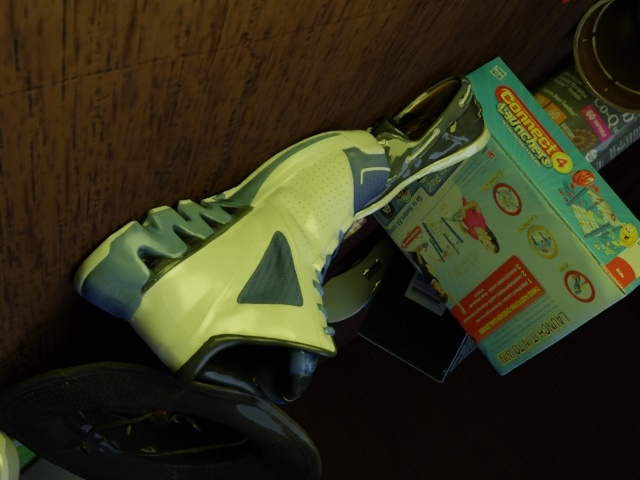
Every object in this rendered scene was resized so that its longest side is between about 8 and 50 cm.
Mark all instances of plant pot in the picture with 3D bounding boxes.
[{"bbox_3d":[0.449,-0.277,1.326,0.165,0.167,0.167,-40,174,-39],"label":"plant pot"}]

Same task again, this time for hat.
[{"bbox_3d":[-0.152,0.151,0.989,0.331,0.134,0.331,2,147,2],"label":"hat"}]

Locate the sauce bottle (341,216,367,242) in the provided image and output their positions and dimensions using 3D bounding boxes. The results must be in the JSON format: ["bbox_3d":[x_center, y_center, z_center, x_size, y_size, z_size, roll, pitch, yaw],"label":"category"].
[{"bbox_3d":[0.000,0.000,1.271,0.128,0.042,0.042,-41,171,8],"label":"sauce bottle"}]

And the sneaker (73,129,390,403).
[{"bbox_3d":[-0.039,0.038,0.866,0.315,0.182,0.127,-30,169,-41],"label":"sneaker"}]

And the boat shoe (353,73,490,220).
[{"bbox_3d":[0.064,-0.092,1.036,0.233,0.084,0.079,-30,132,-7],"label":"boat shoe"}]

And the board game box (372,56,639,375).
[{"bbox_3d":[0.222,-0.016,1.235,0.086,0.302,0.308,-33,170,-28],"label":"board game box"}]

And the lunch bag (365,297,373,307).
[{"bbox_3d":[0.105,0.081,2.014,0.098,0.065,0.067,-39,155,14],"label":"lunch bag"}]

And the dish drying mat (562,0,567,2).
[{"bbox_3d":[0.273,-0.278,1.075,0.032,0.008,0.083,-39,171,8],"label":"dish drying mat"}]

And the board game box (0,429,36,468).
[{"bbox_3d":[-0.363,0.247,1.103,0.259,0.039,0.124,-44,169,18],"label":"board game box"}]

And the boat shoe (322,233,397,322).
[{"bbox_3d":[0.083,0.074,1.842,0.219,0.078,0.070,-40,170,0],"label":"boat shoe"}]

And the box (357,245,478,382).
[{"bbox_3d":[0.239,0.054,1.761,0.296,0.182,0.294,-65,162,16],"label":"box"}]

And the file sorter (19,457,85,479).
[{"bbox_3d":[-0.292,0.356,1.431,0.277,0.193,0.173,-40,173,13],"label":"file sorter"}]

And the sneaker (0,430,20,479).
[{"bbox_3d":[-0.349,0.268,1.013,0.115,0.105,0.281,-41,165,-50],"label":"sneaker"}]

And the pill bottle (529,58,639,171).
[{"bbox_3d":[0.436,-0.217,1.528,0.278,0.162,0.162,-39,171,-1],"label":"pill bottle"}]
